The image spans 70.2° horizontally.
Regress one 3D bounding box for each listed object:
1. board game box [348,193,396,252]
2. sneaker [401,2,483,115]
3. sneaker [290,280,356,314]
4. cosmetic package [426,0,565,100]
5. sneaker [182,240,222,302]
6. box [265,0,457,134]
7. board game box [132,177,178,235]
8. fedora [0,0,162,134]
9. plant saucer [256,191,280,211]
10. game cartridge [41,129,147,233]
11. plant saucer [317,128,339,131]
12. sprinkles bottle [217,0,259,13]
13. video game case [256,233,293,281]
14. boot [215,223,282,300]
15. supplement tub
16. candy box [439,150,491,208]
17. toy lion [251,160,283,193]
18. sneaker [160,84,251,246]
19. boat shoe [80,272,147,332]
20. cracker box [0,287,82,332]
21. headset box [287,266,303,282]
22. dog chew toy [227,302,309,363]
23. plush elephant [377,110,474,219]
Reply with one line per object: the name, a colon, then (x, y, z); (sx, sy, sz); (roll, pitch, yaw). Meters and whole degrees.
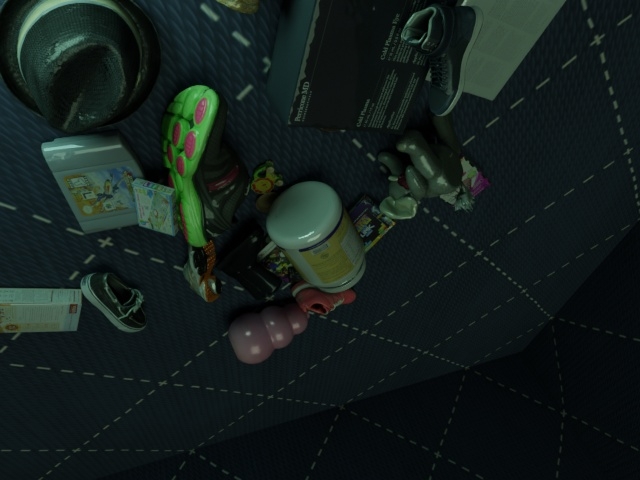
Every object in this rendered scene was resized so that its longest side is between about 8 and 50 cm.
board game box: (0.155, -0.055, 1.586); (0.141, 0.048, 0.170); (36, 119, -12)
sneaker: (0.231, -0.369, 0.945); (0.164, 0.086, 0.226); (-14, 128, -32)
sneaker: (0.025, 0.253, 1.876); (0.314, 0.136, 0.116); (8, 134, -35)
cosmetic package: (0.427, -0.559, 1.129); (0.285, 0.097, 0.377); (2, 136, -32)
sneaker: (-0.408, 0.082, 1.481); (0.099, 0.121, 0.262); (-41, 138, -46)
box: (0.076, -0.433, 1.010); (0.313, 0.178, 0.343); (-3, 133, -27)
board game box: (-0.430, -0.085, 1.194); (0.104, 0.026, 0.154); (17, 137, 2)
fedora: (-0.470, -0.328, 0.898); (0.334, 0.152, 0.333); (-14, 142, -11)
plant saucer: (-0.162, -0.123, 1.420); (0.084, 0.015, 0.083); (-14, 141, -12)
game cartridge: (-0.550, -0.141, 1.170); (0.198, 0.062, 0.297); (-10, 141, -11)
plant saucer: (0.044, -0.358, 1.231); (0.169, 0.029, 0.168); (-14, 141, -12)
sprinkles bottle: (-0.098, -0.594, 0.795); (0.121, 0.121, 0.355); (7, 134, -34)
video game case: (-0.129, 0.052, 1.630); (0.210, 0.041, 0.232); (-41, 140, 24)
boot: (-0.204, 0.078, 1.509); (0.207, 0.094, 0.246); (39, 123, -15)
supplement tub: (0.000, 0.000, 1.440); (0.241, 0.241, 0.331); (-27, 139, 5)
candy box: (0.475, -0.214, 1.595); (0.159, 0.071, 0.234); (-42, 138, 24)
toy lion: (-0.165, -0.179, 1.342); (0.096, 0.034, 0.100); (-21, 143, 10)
sneaker: (-0.285, -0.191, 1.180); (0.202, 0.185, 0.482); (-24, 150, -30)
boat shoe: (-0.638, 0.200, 1.488); (0.105, 0.113, 0.306); (-12, 135, 9)
cracker box: (-0.881, 0.218, 1.421); (0.233, 0.067, 0.155); (6, 135, -31)
headset box: (-0.077, 0.120, 1.678); (0.084, 0.032, 0.062); (-11, 143, -13)
dog chew toy: (-0.201, 0.361, 1.850); (0.332, 0.206, 0.206); (-22, 144, -14)
plush elephant: (0.293, -0.210, 1.393); (0.256, 0.272, 0.329); (-10, 122, 47)
